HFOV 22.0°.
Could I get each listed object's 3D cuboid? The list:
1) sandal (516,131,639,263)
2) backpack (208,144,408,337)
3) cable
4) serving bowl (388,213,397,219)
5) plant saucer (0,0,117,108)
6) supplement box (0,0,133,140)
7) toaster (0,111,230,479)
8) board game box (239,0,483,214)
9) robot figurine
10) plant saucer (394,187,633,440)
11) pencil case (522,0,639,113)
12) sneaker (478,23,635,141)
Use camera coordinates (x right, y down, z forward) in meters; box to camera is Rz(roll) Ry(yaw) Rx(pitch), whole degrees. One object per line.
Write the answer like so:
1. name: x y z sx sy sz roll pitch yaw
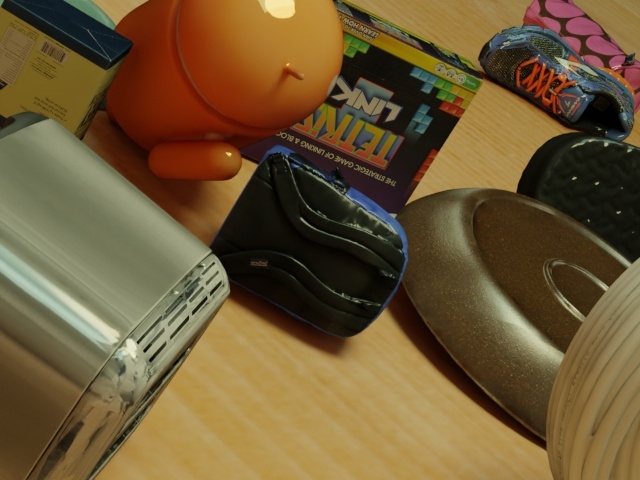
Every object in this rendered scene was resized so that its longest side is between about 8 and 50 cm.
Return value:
1. sandal: 0.366 0.008 1.521 0.446 0.167 0.107 23 1 -22
2. backpack: 0.000 0.000 1.099 0.120 0.098 0.101 31 12 0
3. cable: 0.259 0.101 1.015 0.257 0.257 0.089 -20 34 -10
4. serving bowl: 0.073 0.004 1.288 0.083 0.027 0.083 27 22 -12
5. plant saucer: -0.215 -0.170 1.266 0.195 0.037 0.195 28 21 -12
6. supplement box: -0.187 -0.115 1.113 0.083 0.083 0.056 31 22 -1
7. toaster: -0.141 0.035 0.787 0.146 0.129 0.227 35 20 2
8. board game box: 0.021 -0.111 1.311 0.170 0.141 0.048 22 21 -23
9. robot figurine: -0.069 -0.124 1.151 0.158 0.219 0.128 -41 103 -33
10. plant saucer: 0.193 0.059 1.256 0.311 0.050 0.310 29 26 -16
11. pencil case: 0.334 -0.241 2.113 0.098 0.095 0.209 0 32 -28
12. sneaker: 0.285 -0.182 1.926 0.221 0.083 0.087 20 32 -20
